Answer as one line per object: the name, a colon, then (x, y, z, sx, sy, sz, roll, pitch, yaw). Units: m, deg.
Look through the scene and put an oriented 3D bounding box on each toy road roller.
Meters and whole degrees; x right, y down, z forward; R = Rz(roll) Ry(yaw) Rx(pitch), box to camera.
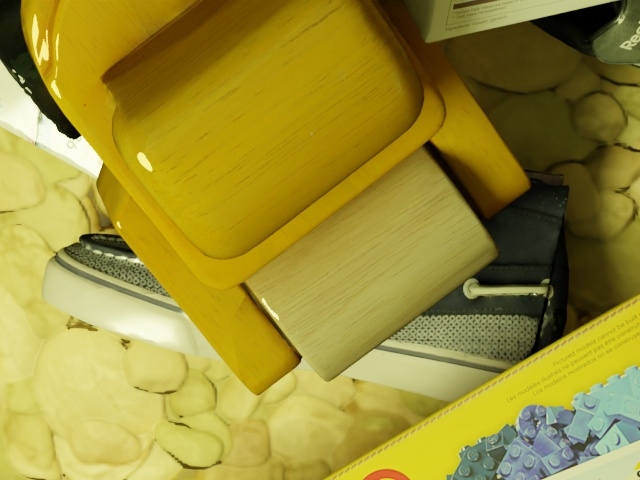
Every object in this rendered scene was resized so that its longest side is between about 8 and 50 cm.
toy road roller: (-0.022, -0.053, 1.047, 0.202, 0.240, 0.329, -37, 116, 1)

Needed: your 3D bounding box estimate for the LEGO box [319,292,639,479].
LEGO box: (0.154, 0.281, 1.147, 0.500, 0.193, 0.372, -33, 66, 18)

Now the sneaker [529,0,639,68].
sneaker: (0.207, -0.133, 1.199, 0.234, 0.106, 0.078, 18, 107, 4)

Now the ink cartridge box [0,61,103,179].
ink cartridge box: (-0.146, -0.112, 1.282, 0.198, 0.067, 0.115, 28, 106, 1)

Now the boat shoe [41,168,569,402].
boat shoe: (0.000, 0.000, 1.270, 0.340, 0.127, 0.158, 11, 99, -2)

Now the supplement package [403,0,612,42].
supplement package: (0.105, -0.263, 1.037, 0.204, 0.262, 0.145, -14, 147, -16)
